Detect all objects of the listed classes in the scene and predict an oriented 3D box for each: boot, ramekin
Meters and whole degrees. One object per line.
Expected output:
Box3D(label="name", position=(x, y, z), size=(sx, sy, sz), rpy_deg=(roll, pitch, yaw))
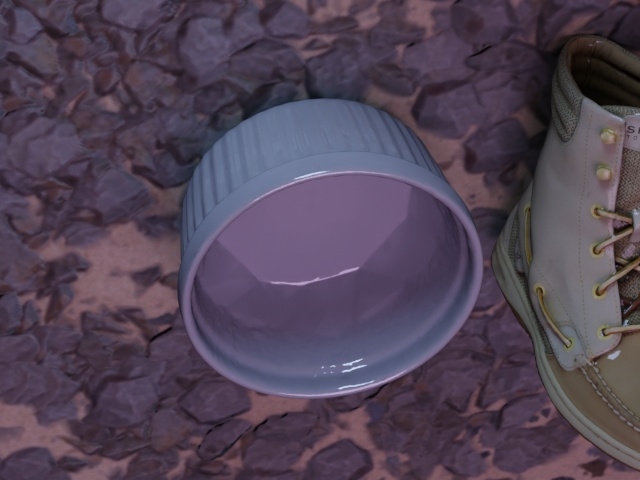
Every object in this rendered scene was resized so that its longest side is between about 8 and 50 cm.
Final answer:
Box3D(label="boot", position=(0.206, 0.007, 1.193), size=(0.095, 0.262, 0.203), rpy_deg=(-3, 130, -20))
Box3D(label="ramekin", position=(0.000, 0.000, 1.235), size=(0.207, 0.109, 0.207), rpy_deg=(-7, 131, -8))
